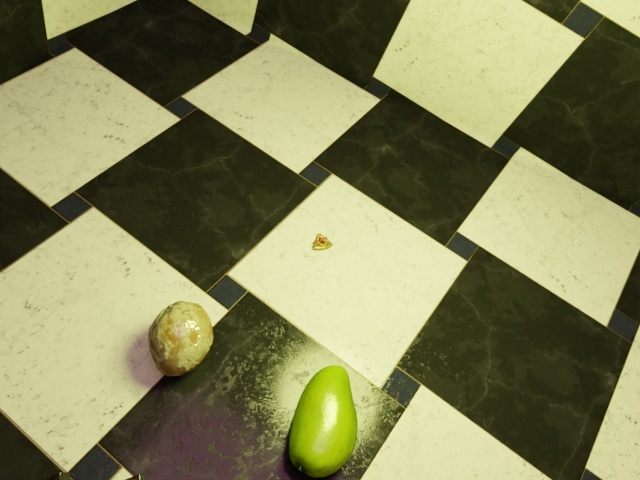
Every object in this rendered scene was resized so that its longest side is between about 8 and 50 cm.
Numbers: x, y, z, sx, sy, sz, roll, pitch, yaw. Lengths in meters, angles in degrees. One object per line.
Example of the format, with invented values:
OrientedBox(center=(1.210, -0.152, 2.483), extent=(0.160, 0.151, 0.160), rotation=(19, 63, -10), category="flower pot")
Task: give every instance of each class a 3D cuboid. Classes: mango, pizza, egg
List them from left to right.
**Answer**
OrientedBox(center=(-0.427, 0.299, 1.652), extent=(0.195, 0.195, 0.233), rotation=(11, 72, -3), category="egg")
OrientedBox(center=(0.000, 0.000, 2.044), extent=(0.083, 0.025, 0.078), rotation=(-14, 61, -19), category="pizza")
OrientedBox(center=(0.019, 0.524, 1.598), extent=(0.192, 0.156, 0.343), rotation=(16, 53, 0), category="mango")

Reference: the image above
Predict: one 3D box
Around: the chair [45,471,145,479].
OrientedBox(center=(-0.659, 0.728, 1.325), extent=(0.241, 0.416, 0.203), rotation=(29, 38, -49), category="chair")
